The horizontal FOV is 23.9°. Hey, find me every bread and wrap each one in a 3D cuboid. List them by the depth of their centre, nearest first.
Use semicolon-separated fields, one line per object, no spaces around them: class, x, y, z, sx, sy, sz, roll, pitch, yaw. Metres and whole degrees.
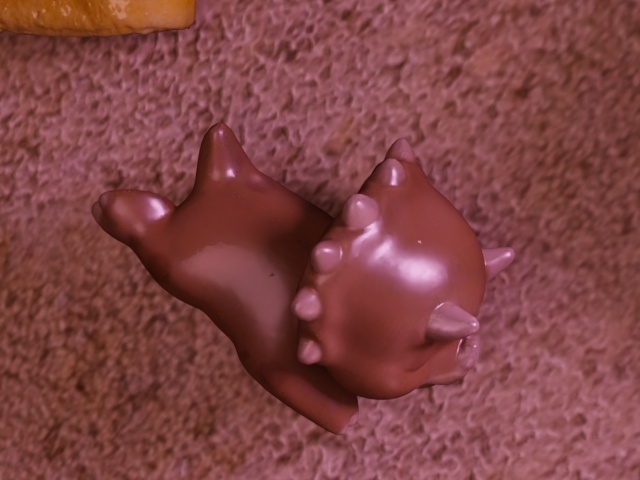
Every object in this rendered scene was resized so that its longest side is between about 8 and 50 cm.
bread;-0.205;-0.201;1.122;0.245;0.102;0.094;4;102;20

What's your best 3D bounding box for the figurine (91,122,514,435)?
figurine;0.005;0.002;1.023;0.247;0.177;0.173;49;126;17
